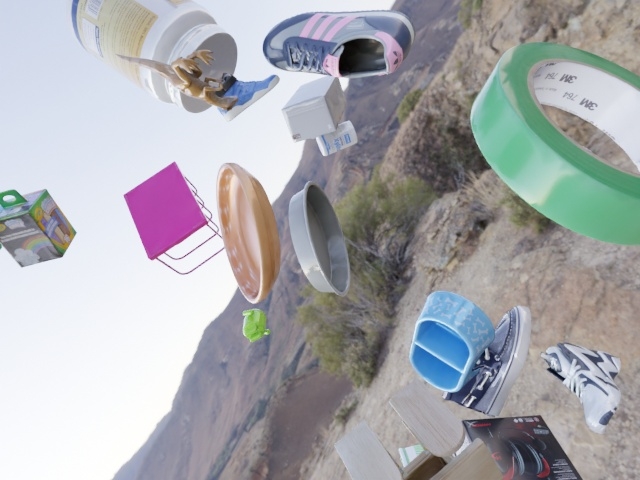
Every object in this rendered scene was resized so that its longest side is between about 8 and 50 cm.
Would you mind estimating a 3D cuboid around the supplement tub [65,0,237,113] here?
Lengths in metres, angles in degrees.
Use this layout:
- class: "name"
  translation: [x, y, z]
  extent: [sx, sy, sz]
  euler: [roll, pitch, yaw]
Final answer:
- class: "supplement tub"
  translation: [-0.371, -0.455, 0.953]
  extent: [0.228, 0.316, 0.228]
  euler: [-53, -7, -10]

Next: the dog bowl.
- class: "dog bowl"
  translation: [0.288, 0.244, 0.968]
  extent: [0.074, 0.165, 0.297]
  euler: [-41, -34, -32]

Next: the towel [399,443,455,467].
- class: "towel"
  translation: [0.396, 0.620, 1.151]
  extent: [0.324, 0.038, 0.248]
  euler: [-17, 16, 1]

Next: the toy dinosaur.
- class: "toy dinosaur"
  translation: [-0.236, -0.275, 0.708]
  extent: [0.112, 0.211, 0.064]
  euler: [-31, 43, 51]

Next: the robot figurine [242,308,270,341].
- class: "robot figurine"
  translation: [-0.198, 0.254, 1.274]
  extent: [0.067, 0.101, 0.115]
  euler: [-33, 22, 11]

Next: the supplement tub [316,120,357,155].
- class: "supplement tub"
  translation: [0.046, -0.296, 1.224]
  extent: [0.107, 0.071, 0.071]
  euler: [-23, 1, 0]

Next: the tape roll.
- class: "tape roll"
  translation: [0.371, -0.145, 0.578]
  extent: [0.321, 0.321, 0.077]
  euler: [-58, -7, -37]

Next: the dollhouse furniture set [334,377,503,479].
- class: "dollhouse furniture set"
  translation: [0.101, 0.317, 0.428]
  extent: [0.242, 0.212, 0.161]
  euler: [-36, 26, -8]

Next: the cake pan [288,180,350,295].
- class: "cake pan"
  translation: [0.000, 0.000, 1.047]
  extent: [0.054, 0.294, 0.293]
  euler: [-17, 14, 16]

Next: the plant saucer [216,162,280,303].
- class: "plant saucer"
  translation: [-0.103, -0.012, 0.597]
  extent: [0.037, 0.200, 0.200]
  euler: [-13, -21, -24]

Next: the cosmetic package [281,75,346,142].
- class: "cosmetic package"
  translation: [-0.011, -0.366, 1.152]
  extent: [0.127, 0.107, 0.238]
  euler: [-13, 28, 18]

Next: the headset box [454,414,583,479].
- class: "headset box"
  translation: [0.455, 0.549, 0.927]
  extent: [0.293, 0.217, 0.110]
  euler: [-103, 16, -57]

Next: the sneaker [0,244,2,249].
- class: "sneaker"
  translation: [-0.959, 0.028, 1.132]
  extent: [0.109, 0.124, 0.295]
  euler: [-38, 19, 4]

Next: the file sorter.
- class: "file sorter"
  translation: [-0.464, -0.064, 1.371]
  extent: [0.202, 0.291, 0.182]
  euler: [-34, -31, -2]

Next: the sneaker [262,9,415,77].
- class: "sneaker"
  translation: [0.012, -0.367, 0.812]
  extent: [0.112, 0.318, 0.131]
  euler: [67, -144, -45]

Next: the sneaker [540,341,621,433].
- class: "sneaker"
  translation: [0.556, 0.303, 0.921]
  extent: [0.235, 0.152, 0.094]
  euler: [-38, -41, -44]

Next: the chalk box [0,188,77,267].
- class: "chalk box"
  translation: [-0.828, -0.054, 1.194]
  extent: [0.132, 0.132, 0.213]
  euler: [-104, 0, -55]

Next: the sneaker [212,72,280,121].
- class: "sneaker"
  translation: [-0.162, -0.327, 0.887]
  extent: [0.152, 0.085, 0.058]
  euler: [-40, 19, -9]

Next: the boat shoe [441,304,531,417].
- class: "boat shoe"
  translation: [0.420, 0.308, 1.094]
  extent: [0.127, 0.158, 0.341]
  euler: [-57, -24, -64]
